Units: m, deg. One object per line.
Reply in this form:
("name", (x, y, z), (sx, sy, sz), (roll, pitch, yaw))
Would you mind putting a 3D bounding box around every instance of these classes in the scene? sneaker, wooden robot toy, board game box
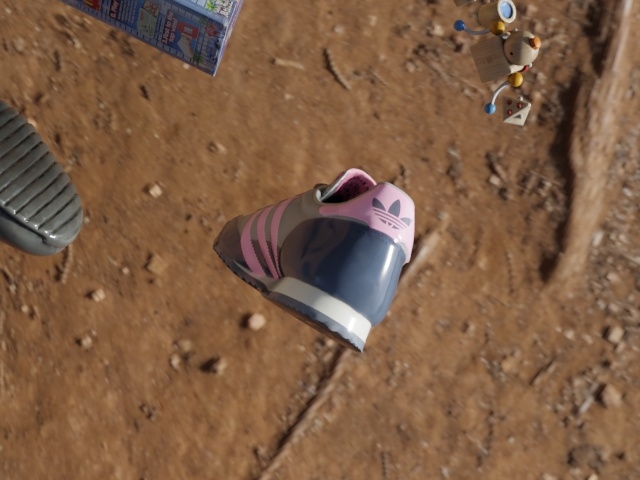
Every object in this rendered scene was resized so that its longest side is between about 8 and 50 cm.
("sneaker", (-0.334, -0.068, 0.957), (0.330, 0.122, 0.146), (35, 112, 1))
("wooden robot toy", (0.199, -0.205, 1.319), (0.076, 0.079, 0.173), (-25, 97, -37))
("board game box", (-0.160, -0.252, 1.145), (0.194, 0.194, 0.060), (17, 133, -4))
("sneaker", (0.000, 0.000, 1.088), (0.112, 0.319, 0.131), (32, 88, -21))
